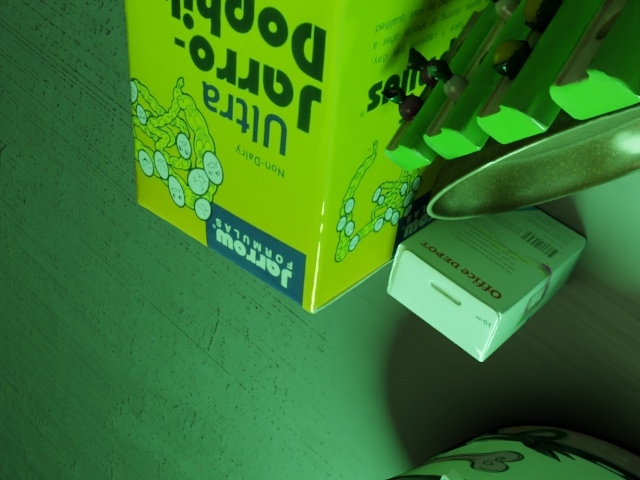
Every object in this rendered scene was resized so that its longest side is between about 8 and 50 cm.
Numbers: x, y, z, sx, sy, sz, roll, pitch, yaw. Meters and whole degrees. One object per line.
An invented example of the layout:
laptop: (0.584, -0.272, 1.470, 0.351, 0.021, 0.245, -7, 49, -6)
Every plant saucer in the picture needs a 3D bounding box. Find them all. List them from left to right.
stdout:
plant saucer: (0.153, -0.061, 0.507, 0.198, 0.198, 0.036, -30, 72, 50)

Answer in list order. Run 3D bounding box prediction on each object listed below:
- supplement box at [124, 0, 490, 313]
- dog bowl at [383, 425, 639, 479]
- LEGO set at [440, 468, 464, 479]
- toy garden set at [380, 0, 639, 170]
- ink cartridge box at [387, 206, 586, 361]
supplement box: (-0.001, -0.169, 0.587, 0.194, 0.195, 0.357, 30, 133, 31)
dog bowl: (0.203, 0.337, 0.728, 0.408, 0.150, 0.408, 26, 130, 34)
LEGO set: (0.135, 0.304, 0.587, 0.244, 0.060, 0.183, 44, 140, 36)
toy garden set: (0.117, -0.142, 0.428, 0.049, 0.204, 0.244, 35, 171, -11)
ink cartridge box: (0.121, 0.019, 0.633, 0.088, 0.122, 0.052, 36, 135, 25)
